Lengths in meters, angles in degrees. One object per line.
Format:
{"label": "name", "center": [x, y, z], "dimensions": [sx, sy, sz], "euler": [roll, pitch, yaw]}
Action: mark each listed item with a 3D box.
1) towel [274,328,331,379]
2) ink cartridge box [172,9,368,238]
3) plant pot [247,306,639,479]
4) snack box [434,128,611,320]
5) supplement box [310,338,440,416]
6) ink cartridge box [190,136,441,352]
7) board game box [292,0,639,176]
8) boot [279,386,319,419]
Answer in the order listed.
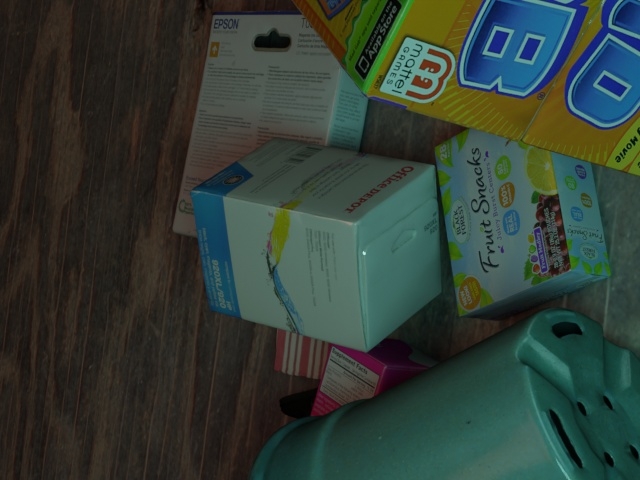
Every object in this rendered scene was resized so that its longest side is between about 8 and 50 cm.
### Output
{"label": "towel", "center": [0.012, 0.108, 1.774], "dimensions": [0.197, 0.029, 0.144], "euler": [3, 86, 50]}
{"label": "ink cartridge box", "center": [-0.065, -0.147, 1.885], "dimensions": [0.324, 0.071, 0.330], "euler": [12, 91, 52]}
{"label": "plant pot", "center": [0.160, 0.251, 1.333], "dimensions": [0.334, 0.341, 0.341], "euler": [-39, 54, 33]}
{"label": "snack box", "center": [0.216, -0.034, 1.499], "dimensions": [0.174, 0.070, 0.207], "euler": [-27, 61, 48]}
{"label": "supplement box", "center": [0.058, 0.232, 1.619], "dimensions": [0.114, 0.111, 0.220], "euler": [30, 106, 51]}
{"label": "ink cartridge box", "center": [0.000, 0.000, 1.601], "dimensions": [0.232, 0.171, 0.168], "euler": [13, 122, 34]}
{"label": "board game box", "center": [0.197, -0.329, 1.310], "dimensions": [0.356, 0.356, 0.356], "euler": [-62, 34, 24]}
{"label": "boot", "center": [-0.007, 0.242, 1.761], "dimensions": [0.121, 0.045, 0.099], "euler": [-23, 71, 50]}
